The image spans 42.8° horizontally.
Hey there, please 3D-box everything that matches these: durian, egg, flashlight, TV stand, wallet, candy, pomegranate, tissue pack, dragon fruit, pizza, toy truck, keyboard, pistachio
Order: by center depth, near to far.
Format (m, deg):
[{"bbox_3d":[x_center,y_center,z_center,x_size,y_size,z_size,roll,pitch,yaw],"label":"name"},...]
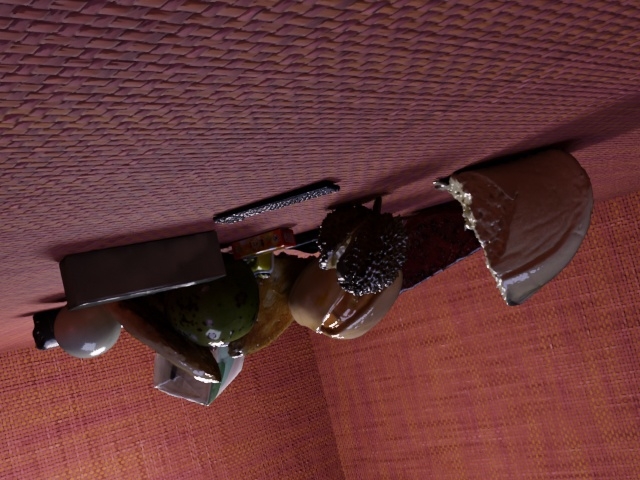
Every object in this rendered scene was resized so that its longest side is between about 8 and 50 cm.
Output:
[{"bbox_3d":[-0.071,-0.058,1.300,0.204,0.013,0.061,-16,173,20],"label":"keyboard"},{"bbox_3d":[-0.308,0.052,1.429,0.269,0.088,0.082,-10,173,-29],"label":"TV stand"},{"bbox_3d":[0.083,0.003,1.568,0.196,0.196,0.167,-17,-177,30],"label":"durian"},{"bbox_3d":[-0.118,0.008,1.696,0.121,0.038,0.062,-16,173,22],"label":"candy"},{"bbox_3d":[-0.229,0.145,1.742,0.214,0.214,0.248,-12,137,-17],"label":"pomegranate"},{"bbox_3d":[-0.165,0.050,1.857,0.111,0.076,0.077,-15,157,33],"label":"toy truck"},{"bbox_3d":[0.053,0.118,1.944,0.229,0.230,0.309,-7,145,-49],"label":"pistachio"},{"bbox_3d":[0.000,0.001,1.961,0.146,0.030,0.285,-14,174,15],"label":"wallet"},{"bbox_3d":[-0.570,0.212,2.012,0.151,0.151,0.209,-14,180,4],"label":"egg"},{"bbox_3d":[-0.112,0.157,2.019,0.087,0.269,0.257,17,-175,38],"label":"pizza"},{"bbox_3d":[0.279,-0.002,2.044,0.316,0.152,0.205,-32,179,11],"label":"dragon fruit"},{"bbox_3d":[-0.576,0.210,2.253,0.423,0.103,0.103,-11,174,-32],"label":"flashlight"},{"bbox_3d":[-0.319,0.277,2.297,0.193,0.266,0.356,12,-172,8],"label":"tissue pack"}]

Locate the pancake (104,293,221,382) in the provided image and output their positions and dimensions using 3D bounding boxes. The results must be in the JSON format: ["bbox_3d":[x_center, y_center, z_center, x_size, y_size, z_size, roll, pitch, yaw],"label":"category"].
[{"bbox_3d":[-0.345,0.199,1.804,0.065,0.356,0.356,-51,174,-2],"label":"pancake"}]

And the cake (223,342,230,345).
[{"bbox_3d":[-0.262,0.140,2.031,0.207,0.185,0.178,7,137,2],"label":"cake"}]

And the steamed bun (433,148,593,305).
[{"bbox_3d":[0.390,-0.019,1.553,0.273,0.272,0.290,-16,177,17],"label":"steamed bun"}]
